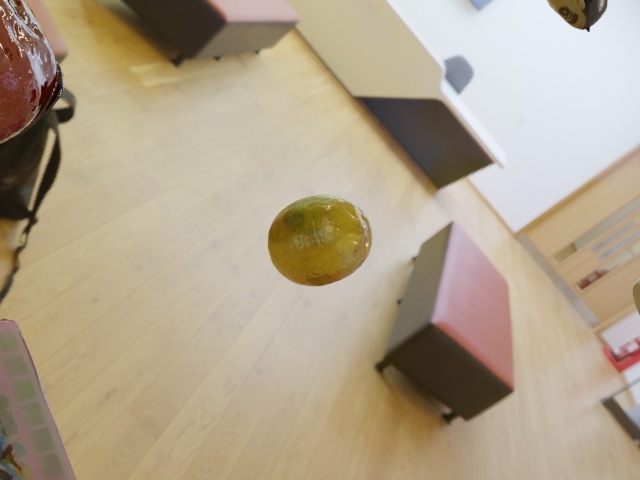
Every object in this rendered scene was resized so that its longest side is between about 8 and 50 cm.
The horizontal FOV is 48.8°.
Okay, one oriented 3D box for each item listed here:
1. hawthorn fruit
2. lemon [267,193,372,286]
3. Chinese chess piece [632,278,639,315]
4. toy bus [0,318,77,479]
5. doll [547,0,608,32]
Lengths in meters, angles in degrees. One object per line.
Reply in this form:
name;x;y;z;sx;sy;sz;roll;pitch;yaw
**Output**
hawthorn fruit;-0.378;-0.212;0.727;0.251;0.190;0.189;94;-25;-55
lemon;0.000;0.000;1.257;0.170;0.207;0.170;27;57;-50
Chinese chess piece;0.333;0.069;0.670;0.084;0.034;0.084;-23;90;-86
toy bus;-0.378;0.230;0.840;0.112;0.090;0.274;-14;67;-36
doll;0.387;-0.406;1.083;0.102;0.089;0.179;-73;141;-72
